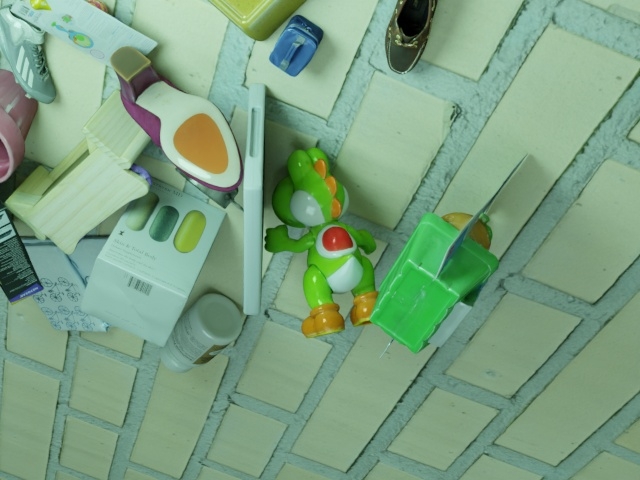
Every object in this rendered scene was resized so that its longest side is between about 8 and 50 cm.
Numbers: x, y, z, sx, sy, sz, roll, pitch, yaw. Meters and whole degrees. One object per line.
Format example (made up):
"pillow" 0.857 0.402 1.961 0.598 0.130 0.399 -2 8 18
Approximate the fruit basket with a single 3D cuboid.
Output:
"fruit basket" 0.251 0.035 1.546 0.165 0.353 0.327 40 136 13

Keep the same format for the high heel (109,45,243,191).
"high heel" -0.244 -0.194 1.542 0.377 0.127 0.181 52 171 26

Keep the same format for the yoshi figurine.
"yoshi figurine" -0.001 0.004 1.666 0.203 0.203 0.362 -17 83 24

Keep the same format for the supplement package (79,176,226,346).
"supplement package" -0.356 0.043 1.808 0.199 0.263 0.198 25 135 -7

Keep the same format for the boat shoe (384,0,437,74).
"boat shoe" 0.148 -0.357 1.395 0.073 0.073 0.207 14 137 3

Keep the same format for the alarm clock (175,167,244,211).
"alarm clock" -0.213 -0.114 1.693 0.192 0.064 0.129 42 -179 29

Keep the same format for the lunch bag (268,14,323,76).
"lunch bag" -0.041 -0.340 1.476 0.067 0.065 0.098 29 135 -11

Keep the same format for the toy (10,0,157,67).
"toy" -0.426 -0.404 1.536 0.237 0.056 0.137 23 152 -30

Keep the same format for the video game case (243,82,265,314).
"video game case" -0.125 -0.077 1.595 0.036 0.300 0.329 1 135 -3

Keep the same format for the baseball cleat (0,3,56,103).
"baseball cleat" -0.558 -0.357 1.627 0.109 0.072 0.206 -15 130 22

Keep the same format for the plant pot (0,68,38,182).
"plant pot" -0.669 -0.244 1.693 0.201 0.180 0.201 9 135 9

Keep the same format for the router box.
"router box" -0.738 -0.039 1.860 0.309 0.081 0.243 41 151 40

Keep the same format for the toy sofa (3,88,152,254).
"toy sofa" -0.480 -0.133 1.758 0.177 0.150 0.362 43 130 -19

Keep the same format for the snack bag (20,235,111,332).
"snack bag" -0.596 0.117 2.121 0.342 0.037 0.323 -1 132 19

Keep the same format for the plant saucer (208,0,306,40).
"plant saucer" -0.130 -0.500 1.342 0.333 0.081 0.332 39 133 -20

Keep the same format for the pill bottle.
"pill bottle" -0.301 0.236 2.072 0.131 0.131 0.229 35 134 -16
